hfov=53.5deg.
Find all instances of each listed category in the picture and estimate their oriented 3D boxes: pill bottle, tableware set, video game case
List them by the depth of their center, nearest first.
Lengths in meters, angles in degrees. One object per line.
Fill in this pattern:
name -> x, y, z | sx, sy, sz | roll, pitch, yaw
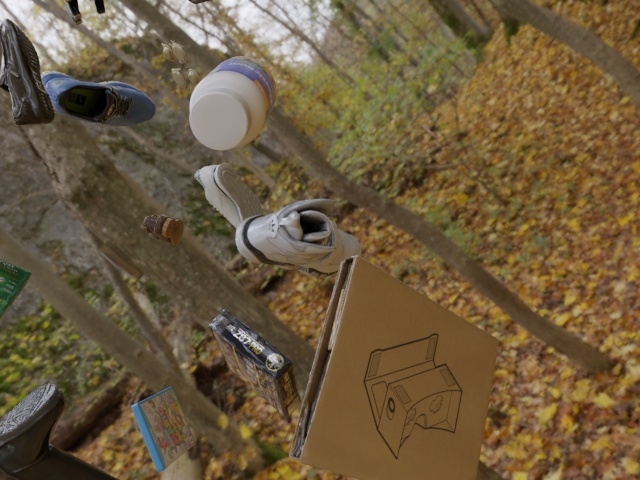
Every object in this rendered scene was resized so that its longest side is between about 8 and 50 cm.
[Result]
video game case -> -0.277, 0.332, 1.138 | 0.015, 0.119, 0.166 | -24, -6, 6
pill bottle -> -0.178, -0.277, 1.295 | 0.152, 0.152, 0.272 | -49, 14, 22
tableware set -> -0.421, -0.528, 1.919 | 0.141, 0.169, 0.020 | 20, 53, 42

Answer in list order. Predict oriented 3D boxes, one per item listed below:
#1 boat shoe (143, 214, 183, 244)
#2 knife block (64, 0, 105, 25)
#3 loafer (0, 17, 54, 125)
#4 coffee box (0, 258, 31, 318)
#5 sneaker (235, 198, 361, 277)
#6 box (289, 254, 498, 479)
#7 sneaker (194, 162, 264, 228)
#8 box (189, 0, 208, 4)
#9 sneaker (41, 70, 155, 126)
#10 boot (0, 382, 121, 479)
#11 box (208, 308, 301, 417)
boat shoe -> -0.432, -0.036, 1.761 | 0.207, 0.073, 0.073 | 90, -166, -80
knife block -> -0.510, -0.592, 1.294 | 0.088, 0.276, 0.242 | -14, -45, -19
loafer -> -0.569, -0.312, 1.184 | 0.078, 0.220, 0.080 | -21, -12, -1
coffee box -> -0.738, 0.112, 1.421 | 0.040, 0.113, 0.184 | -55, 18, 27
sneaker -> 0.000, 0.000, 1.512 | 0.365, 0.137, 0.210 | 10, -18, -39
box -> 0.075, 0.128, 0.541 | 0.021, 0.201, 0.164 | -11, 57, 49
sneaker -> -0.223, -0.093, 1.600 | 0.094, 0.235, 0.090 | -7, 36, 31
box -> -0.242, -0.648, 1.323 | 0.163, 0.247, 0.142 | -8, 5, 15
sneaker -> -0.563, -0.346, 1.649 | 0.330, 0.147, 0.130 | -5, -62, -52
boot -> -0.681, 0.621, 1.749 | 0.367, 0.445, 0.146 | -34, 22, 22
box -> -0.224, 0.444, 2.252 | 0.097, 0.318, 0.395 | -47, -25, -23
